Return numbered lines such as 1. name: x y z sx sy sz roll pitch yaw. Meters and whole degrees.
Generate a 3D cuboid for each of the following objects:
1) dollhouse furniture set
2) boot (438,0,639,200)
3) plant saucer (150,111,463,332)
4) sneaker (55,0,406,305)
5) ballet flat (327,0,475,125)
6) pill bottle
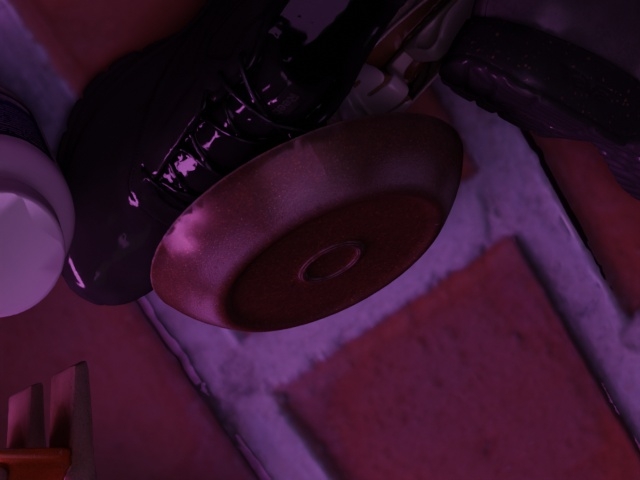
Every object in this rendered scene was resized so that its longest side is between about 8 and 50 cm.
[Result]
1. dollhouse furniture set: -0.270 0.101 0.973 0.262 0.259 0.135 1 77 -25
2. boot: 0.235 -0.136 1.155 0.338 0.118 0.223 27 82 -41
3. plant saucer: 0.000 0.000 1.115 0.198 0.036 0.198 -22 154 -11
4. sneaker: -0.053 -0.077 1.086 0.109 0.130 0.286 31 100 -26
5. ballet flat: 0.048 -0.108 1.145 0.057 0.052 0.168 39 96 -25
6. pill bottle: -0.184 -0.021 1.046 0.094 0.169 0.094 -5 111 -14
